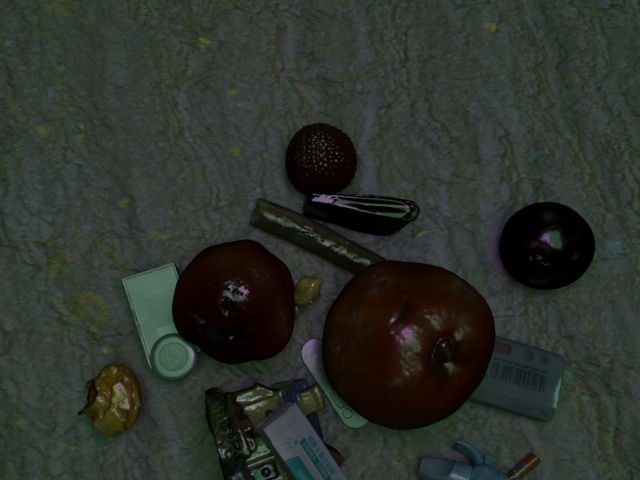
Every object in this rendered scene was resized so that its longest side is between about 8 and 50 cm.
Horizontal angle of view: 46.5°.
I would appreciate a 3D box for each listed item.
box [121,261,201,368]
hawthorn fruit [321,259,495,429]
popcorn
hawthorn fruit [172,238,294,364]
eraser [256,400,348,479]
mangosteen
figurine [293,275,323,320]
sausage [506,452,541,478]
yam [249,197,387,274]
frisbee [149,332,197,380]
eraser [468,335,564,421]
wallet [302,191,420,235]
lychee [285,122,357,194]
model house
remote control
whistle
[{"bbox_3d":[-0.376,0.181,1.790,0.130,0.086,0.225,-18,83,-8],"label":"box"},{"bbox_3d":[0.205,0.238,1.681,0.403,0.403,0.402,1,80,-5],"label":"hawthorn fruit"},{"bbox_3d":[-0.477,0.369,1.721,0.152,0.148,0.167,9,53,-32],"label":"popcorn"},{"bbox_3d":[-0.189,0.140,1.708,0.295,0.311,0.294,2,99,11],"label":"hawthorn fruit"},{"bbox_3d":[-0.035,0.459,1.578,0.096,0.052,0.225,-37,98,-28],"label":"eraser"},{"bbox_3d":[0.567,-0.001,1.855,0.228,0.228,0.265,39,42,2],"label":"mangosteen"},{"bbox_3d":[-0.066,0.155,1.833,0.187,0.083,0.083,-40,86,0],"label":"figurine"},{"bbox_3d":[0.491,0.565,1.829,0.107,0.031,0.031,-36,85,-9],"label":"sausage"},{"bbox_3d":[0.000,0.000,1.862,0.372,0.083,0.083,25,79,-1],"label":"yam"},{"bbox_3d":[-0.340,0.270,1.729,0.110,0.014,0.110,1,81,-5],"label":"frisbee"},{"bbox_3d":[0.470,0.335,1.831,0.227,0.081,0.174,18,81,-9],"label":"eraser"},{"bbox_3d":[0.090,-0.067,1.807,0.263,0.221,0.071,9,84,-4],"label":"wallet"},{"bbox_3d":[-0.001,-0.200,1.846,0.195,0.194,0.194,1,80,-5],"label":"lychee"},{"bbox_3d":[-0.097,0.462,1.682,0.267,0.261,0.321,-16,88,-10],"label":"model house"},{"bbox_3d":[0.036,0.350,1.830,0.077,0.022,0.245,-33,85,-11],"label":"remote control"},{"bbox_3d":[0.365,0.576,1.760,0.274,0.093,0.186,16,37,11],"label":"whistle"}]
